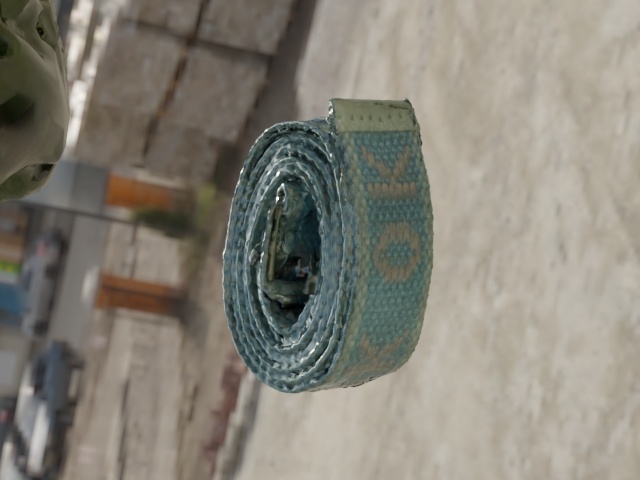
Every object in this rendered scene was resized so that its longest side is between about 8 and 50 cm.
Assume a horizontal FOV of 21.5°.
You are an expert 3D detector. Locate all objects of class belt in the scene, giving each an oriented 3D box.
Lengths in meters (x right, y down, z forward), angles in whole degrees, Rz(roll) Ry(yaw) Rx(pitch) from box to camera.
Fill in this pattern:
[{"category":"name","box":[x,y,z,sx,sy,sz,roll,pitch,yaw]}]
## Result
[{"category":"belt","box":[-0.001,0.009,1.022,0.147,0.082,0.163,-20,75,49]}]

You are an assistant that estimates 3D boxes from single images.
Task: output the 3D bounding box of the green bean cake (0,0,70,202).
[{"category":"green bean cake","box":[-0.279,-0.184,0.959,0.319,0.218,0.335,12,-115,-73]}]
